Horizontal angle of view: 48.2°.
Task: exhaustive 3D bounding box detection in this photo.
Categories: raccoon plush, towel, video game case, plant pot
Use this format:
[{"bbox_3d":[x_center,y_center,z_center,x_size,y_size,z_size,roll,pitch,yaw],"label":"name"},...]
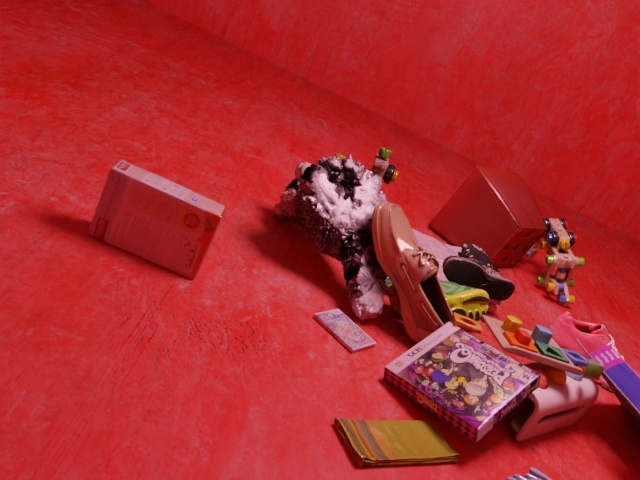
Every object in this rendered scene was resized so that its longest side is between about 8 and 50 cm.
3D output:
[{"bbox_3d":[0.000,0.000,1.759,0.216,0.299,0.446,11,67,-22],"label":"raccoon plush"},{"bbox_3d":[0.138,0.353,1.268,0.237,0.021,0.102,11,28,-35],"label":"towel"},{"bbox_3d":[0.280,0.271,1.422,0.210,0.041,0.232,-27,42,-35],"label":"video game case"},{"bbox_3d":[0.337,0.064,2.068,0.317,0.053,0.331,20,23,-17],"label":"towel"},{"bbox_3d":[0.052,0.192,1.533,0.122,0.011,0.087,40,26,29],"label":"video game case"},{"bbox_3d":[0.572,-0.057,2.349,0.267,0.267,0.235,2,44,-45],"label":"plant pot"}]

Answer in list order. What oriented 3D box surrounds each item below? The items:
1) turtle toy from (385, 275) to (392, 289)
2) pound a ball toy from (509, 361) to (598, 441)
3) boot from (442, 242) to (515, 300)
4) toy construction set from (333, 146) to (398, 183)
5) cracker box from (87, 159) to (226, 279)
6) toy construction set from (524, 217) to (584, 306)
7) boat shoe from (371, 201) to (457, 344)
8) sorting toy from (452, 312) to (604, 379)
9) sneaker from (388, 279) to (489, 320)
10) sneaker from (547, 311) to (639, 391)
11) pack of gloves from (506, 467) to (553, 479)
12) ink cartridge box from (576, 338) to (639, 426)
[{"bbox_3d":[0.172,0.082,1.827,0.095,0.066,0.130,17,25,-23],"label":"turtle toy"},{"bbox_3d":[0.444,0.304,1.561,0.319,0.135,0.208,4,32,-44],"label":"pound a ball toy"},{"bbox_3d":[0.402,0.069,1.956,0.237,0.085,0.178,22,23,-26],"label":"boot"},{"bbox_3d":[0.081,-0.179,2.066,0.257,0.237,0.309,37,25,22],"label":"toy construction set"},{"bbox_3d":[-0.326,-0.041,1.431,0.232,0.155,0.067,24,23,-7],"label":"cracker box"},{"bbox_3d":[0.762,0.049,2.378,0.151,0.214,0.327,-4,28,-13],"label":"toy construction set"},{"bbox_3d":[0.219,0.065,1.620,0.122,0.110,0.341,-22,92,-50],"label":"boat shoe"},{"bbox_3d":[0.455,0.213,1.550,0.348,0.047,0.196,19,12,-10],"label":"sorting toy"},{"bbox_3d":[0.282,0.153,1.784,0.296,0.109,0.123,9,3,-30],"label":"sneaker"},{"bbox_3d":[0.743,0.296,1.902,0.314,0.136,0.116,26,24,-2],"label":"sneaker"},{"bbox_3d":[0.405,0.435,1.207,0.232,0.046,0.195,3,5,35],"label":"pack of gloves"},{"bbox_3d":[0.749,0.390,1.618,0.330,0.071,0.324,48,9,-35],"label":"ink cartridge box"}]
